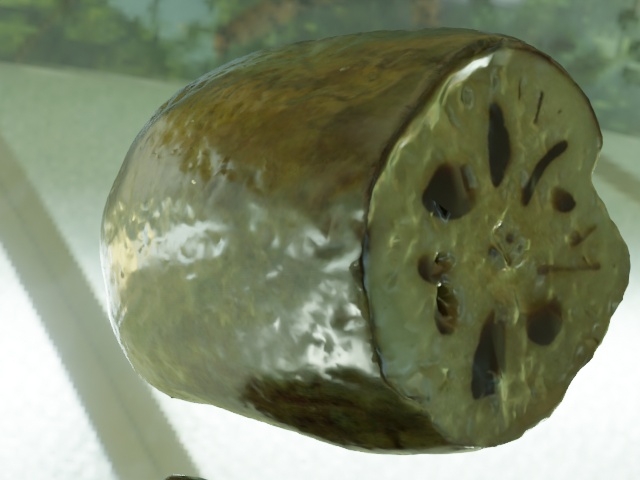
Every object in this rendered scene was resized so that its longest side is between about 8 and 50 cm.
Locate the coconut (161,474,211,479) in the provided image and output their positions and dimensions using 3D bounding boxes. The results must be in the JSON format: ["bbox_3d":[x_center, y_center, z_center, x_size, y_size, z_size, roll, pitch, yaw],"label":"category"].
[{"bbox_3d":[-0.055,0.254,1.020,0.259,0.259,0.259,10,-162,-3],"label":"coconut"}]

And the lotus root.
[{"bbox_3d":[0.000,0.000,1.090,0.250,0.250,0.346,-1,179,-34],"label":"lotus root"}]
